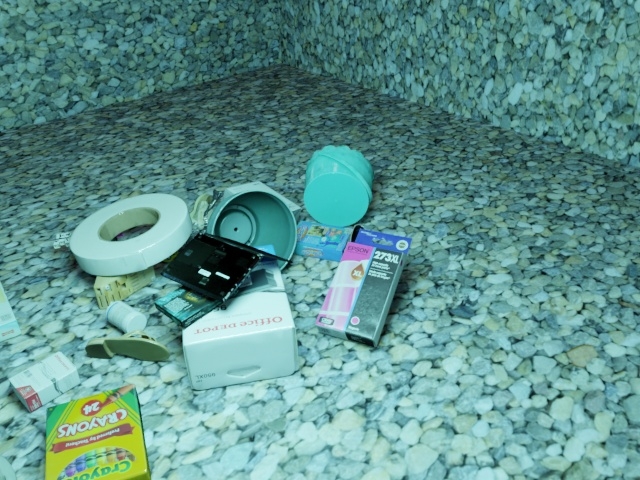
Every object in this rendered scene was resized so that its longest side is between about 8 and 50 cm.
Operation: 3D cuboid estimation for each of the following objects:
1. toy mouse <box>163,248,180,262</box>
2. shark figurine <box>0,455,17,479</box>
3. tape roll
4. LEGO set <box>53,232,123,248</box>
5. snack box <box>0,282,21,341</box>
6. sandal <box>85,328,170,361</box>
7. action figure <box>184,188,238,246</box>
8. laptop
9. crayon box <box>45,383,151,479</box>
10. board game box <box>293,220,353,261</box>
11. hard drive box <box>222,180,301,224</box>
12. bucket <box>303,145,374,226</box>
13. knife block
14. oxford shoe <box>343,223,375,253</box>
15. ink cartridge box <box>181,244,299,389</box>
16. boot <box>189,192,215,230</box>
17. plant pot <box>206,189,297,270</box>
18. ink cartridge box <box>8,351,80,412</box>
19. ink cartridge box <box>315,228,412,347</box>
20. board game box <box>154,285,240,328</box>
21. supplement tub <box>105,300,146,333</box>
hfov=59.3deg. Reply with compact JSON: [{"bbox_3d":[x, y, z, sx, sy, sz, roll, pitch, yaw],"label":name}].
[{"bbox_3d":[-0.544,0.032,1.967,0.161,0.031,0.143,-26,40,-33],"label":"toy mouse"},{"bbox_3d":[-0.666,0.486,1.141,0.166,0.116,0.278,-17,50,-31],"label":"shark figurine"},{"bbox_3d":[-0.614,-0.027,1.836,0.391,0.072,0.392,-7,34,5],"label":"tape roll"},{"bbox_3d":[-0.813,-0.009,1.988,0.227,0.087,0.093,-11,48,-14],"label":"LEGO set"},{"bbox_3d":[-1.032,0.211,1.674,0.187,0.060,0.322,-22,37,-29],"label":"snack box"},{"bbox_3d":[-0.516,0.272,1.533,0.240,0.088,0.079,-2,38,9],"label":"sandal"},{"bbox_3d":[-0.395,-0.032,1.962,0.164,0.141,0.276,33,80,-1],"label":"action figure"},{"bbox_3d":[-0.253,0.075,1.551,0.234,0.137,0.264,18,54,29],"label":"laptop"},{"bbox_3d":[-0.482,0.471,1.222,0.202,0.081,0.318,-13,34,-18],"label":"crayon box"},{"bbox_3d":[0.000,0.000,1.982,0.210,0.047,0.160,10,34,17],"label":"board game box"},{"bbox_3d":[-0.219,-0.119,2.074,0.232,0.089,0.181,35,34,28],"label":"hard drive box"},{"bbox_3d":[0.067,-0.198,2.100,0.281,0.281,0.183,2,38,5],"label":"bucket"},{"bbox_3d":[-0.671,0.085,1.836,0.242,0.088,0.275,20,38,31],"label":"knife block"},{"bbox_3d":[0.136,0.088,1.751,0.129,0.133,0.364,-6,36,-9],"label":"oxford shoe"},{"bbox_3d":[-0.234,0.197,1.566,0.285,0.166,0.395,-9,34,-10],"label":"ink cartridge box"},{"bbox_3d":[-0.402,-0.102,2.135,0.165,0.077,0.213,3,38,8],"label":"boot"},{"bbox_3d":[-0.250,-0.027,1.846,0.293,0.293,0.196,-20,18,-26],"label":"plant pot"},{"bbox_3d":[-0.700,0.358,1.431,0.099,0.056,0.135,26,42,36],"label":"ink cartridge box"},{"bbox_3d":[0.133,0.116,1.636,0.175,0.069,0.371,11,59,22],"label":"ink cartridge box"},{"bbox_3d":[-0.321,0.148,1.471,0.126,0.026,0.186,24,43,37],"label":"board game box"},{"bbox_3d":[-0.564,0.224,1.627,0.107,0.071,0.071,22,39,33],"label":"supplement tub"}]
